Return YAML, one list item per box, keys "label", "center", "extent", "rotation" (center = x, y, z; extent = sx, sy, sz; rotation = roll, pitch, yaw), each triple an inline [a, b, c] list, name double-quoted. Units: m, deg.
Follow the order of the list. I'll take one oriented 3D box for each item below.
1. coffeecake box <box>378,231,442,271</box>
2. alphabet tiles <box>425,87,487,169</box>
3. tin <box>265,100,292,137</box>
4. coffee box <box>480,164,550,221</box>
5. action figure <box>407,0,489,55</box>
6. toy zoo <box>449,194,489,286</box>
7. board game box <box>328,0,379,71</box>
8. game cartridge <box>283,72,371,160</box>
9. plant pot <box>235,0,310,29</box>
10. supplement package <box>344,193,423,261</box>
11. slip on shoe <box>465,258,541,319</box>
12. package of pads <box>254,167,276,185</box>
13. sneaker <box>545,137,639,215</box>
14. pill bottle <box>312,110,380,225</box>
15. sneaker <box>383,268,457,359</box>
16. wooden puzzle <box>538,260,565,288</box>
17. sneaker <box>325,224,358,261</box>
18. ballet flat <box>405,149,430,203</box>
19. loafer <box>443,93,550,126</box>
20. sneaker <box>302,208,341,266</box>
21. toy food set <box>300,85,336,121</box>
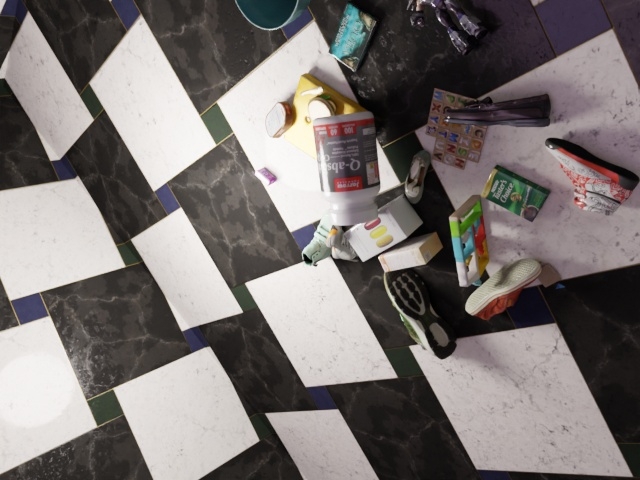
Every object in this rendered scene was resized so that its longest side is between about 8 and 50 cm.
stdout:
- label: "coffeecake box"
  center: [0.329, 0.043, 1.974]
  extent: [0.185, 0.142, 0.068]
  rotation: [-16, 105, 45]
- label: "alphabet tiles"
  center: [0.435, -0.352, 1.739]
  extent: [0.198, 0.009, 0.237]
  rotation: [25, 129, 26]
- label: "tin"
  center: [-0.165, -0.469, 2.106]
  extent: [0.189, 0.040, 0.106]
  rotation: [-30, 77, 58]
- label: "coffee box"
  center: [0.610, -0.148, 1.696]
  extent: [0.184, 0.040, 0.113]
  rotation: [33, 133, 20]
- label: "action figure"
  center: [0.356, -0.671, 1.547]
  extent: [0.285, 0.099, 0.185]
  rotation: [50, 141, 8]
- label: "toy zoo"
  center: [0.499, 0.019, 1.783]
  extent: [0.030, 0.192, 0.293]
  rotation: [4, 118, 39]
- label: "board game box"
  center: [0.108, -0.679, 1.796]
  extent: [0.126, 0.026, 0.186]
  rotation: [39, 134, 15]
- label: "game cartridge"
  center: [0.026, -0.422, 2.012]
  extent: [0.323, 0.052, 0.285]
  rotation: [35, 133, 15]
- label: "plant pot"
  center: [-0.123, -0.856, 1.758]
  extent: [0.290, 0.195, 0.290]
  rotation: [21, 127, 30]
- label: "supplement package"
  center: [0.232, -0.046, 2.006]
  extent: [0.139, 0.134, 0.244]
  rotation: [55, 136, -1]
- label: "slip on shoe"
  center: [0.633, 0.170, 1.835]
  extent: [0.101, 0.123, 0.331]
  rotation: [29, 135, -8]
- label: "package of pads"
  center: [-0.237, -0.275, 2.315]
  extent: [0.083, 0.050, 0.032]
  rotation: [42, 135, 13]
- label: "sneaker"
  center: [0.739, -0.176, 1.536]
  extent: [0.270, 0.090, 0.145]
  rotation: [32, 130, 17]
- label: "pill bottle"
  center: [0.096, -0.247, 1.841]
  extent: [0.210, 0.210, 0.363]
  rotation: [2, 106, 39]
- label: "sneaker"
  center: [0.354, 0.290, 2.123]
  extent: [0.410, 0.158, 0.182]
  rotation: [59, 153, 1]
- label: "wooden puzzle"
  center: [0.743, 0.112, 1.767]
  extent: [0.116, 0.014, 0.078]
  rotation: [55, 140, -2]
- label: "sneaker"
  center: [0.101, 0.012, 2.133]
  extent: [0.121, 0.099, 0.262]
  rotation: [17, 166, 17]
- label: "ballet flat"
  center: [0.326, -0.213, 1.873]
  extent: [0.072, 0.068, 0.213]
  rotation: [29, 131, 24]
- label: "loafer"
  center: [0.519, -0.385, 1.588]
  extent: [0.302, 0.109, 0.095]
  rotation: [8, 104, 24]
- label: "sneaker"
  center: [0.000, 0.001, 2.217]
  extent: [0.094, 0.151, 0.256]
  rotation: [32, 131, 23]
- label: "toy food set"
  center: [0.011, -0.463, 1.944]
  extent: [0.132, 0.038, 0.192]
  rotation: [2, 125, 45]
